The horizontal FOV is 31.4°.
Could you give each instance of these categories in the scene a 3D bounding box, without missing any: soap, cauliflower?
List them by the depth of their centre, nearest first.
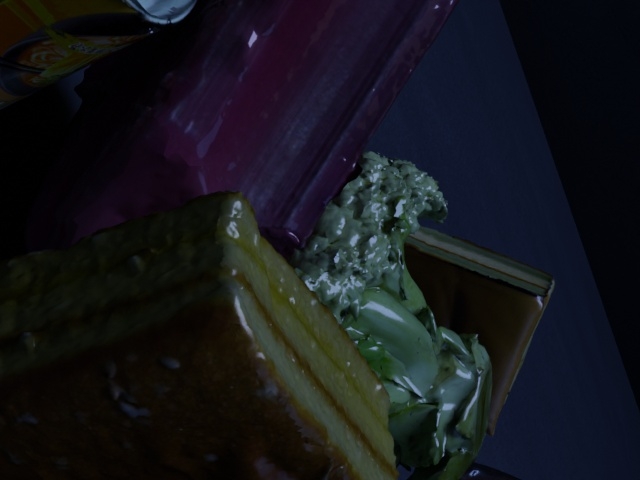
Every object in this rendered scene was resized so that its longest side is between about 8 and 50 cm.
[{"bbox_3d":[-0.056,-0.090,0.687,0.127,0.325,0.220,36,-2,-24],"label":"soap"},{"bbox_3d":[0.009,0.098,0.786,0.272,0.250,0.275,-79,-167,-48],"label":"cauliflower"}]

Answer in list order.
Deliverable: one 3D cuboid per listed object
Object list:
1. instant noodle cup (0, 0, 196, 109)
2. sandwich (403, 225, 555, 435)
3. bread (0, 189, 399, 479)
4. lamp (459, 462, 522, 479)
[{"bbox_3d":[-0.178,-0.169,0.588,0.230,0.182,0.230,-13,90,-71],"label":"instant noodle cup"},{"bbox_3d":[0.135,0.102,1.356,0.155,0.227,0.198,-25,136,-71],"label":"sandwich"},{"bbox_3d":[-0.100,0.092,0.546,0.111,0.234,0.184,-86,153,-44],"label":"bread"},{"bbox_3d":[0.126,0.324,1.024,0.247,0.246,0.247,-14,90,-70],"label":"lamp"}]
